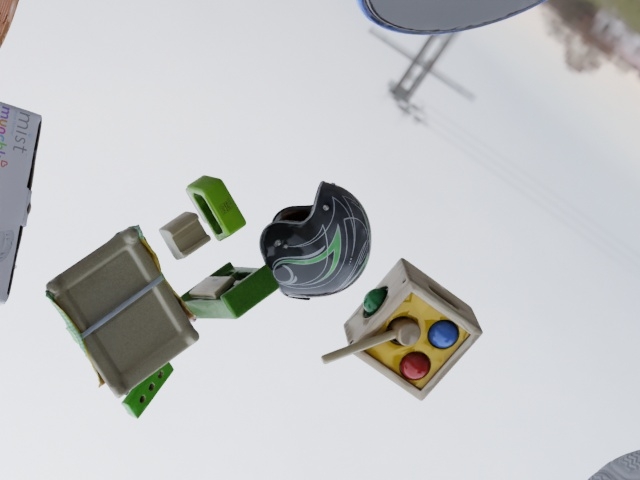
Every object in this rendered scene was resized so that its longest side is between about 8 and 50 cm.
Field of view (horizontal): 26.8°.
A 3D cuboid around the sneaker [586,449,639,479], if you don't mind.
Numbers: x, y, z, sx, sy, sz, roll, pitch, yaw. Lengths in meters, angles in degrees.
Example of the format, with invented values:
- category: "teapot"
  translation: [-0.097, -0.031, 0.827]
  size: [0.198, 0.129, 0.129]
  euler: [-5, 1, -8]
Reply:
- category: "sneaker"
  translation: [0.303, 0.330, 1.409]
  size: [0.101, 0.268, 0.153]
  euler: [48, 175, 40]

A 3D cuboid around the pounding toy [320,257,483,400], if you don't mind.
- category: "pounding toy"
  translation: [0.088, 0.106, 1.529]
  size: [0.141, 0.130, 0.100]
  euler: [35, -166, -18]

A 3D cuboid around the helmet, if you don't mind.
- category: "helmet"
  translation: [0.000, 0.000, 2.044]
  size: [0.169, 0.161, 0.169]
  euler: [-20, -90, -79]

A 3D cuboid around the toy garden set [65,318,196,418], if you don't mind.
- category: "toy garden set"
  translation: [-0.306, 0.138, 2.187]
  size: [0.049, 0.204, 0.244]
  euler: [14, 146, 34]

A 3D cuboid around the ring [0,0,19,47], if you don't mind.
- category: "ring"
  translation: [-0.475, -0.401, 1.875]
  size: [0.032, 0.336, 0.336]
  euler: [8, -150, -33]

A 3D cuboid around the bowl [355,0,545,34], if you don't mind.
- category: "bowl"
  translation: [0.217, -0.404, 1.828]
  size: [0.391, 0.391, 0.077]
  euler: [10, -122, -51]

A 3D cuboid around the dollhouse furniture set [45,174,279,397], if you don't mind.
- category: "dollhouse furniture set"
  translation: [-0.243, 0.064, 1.907]
  size: [0.151, 0.301, 0.197]
  euler: [0, 122, 62]

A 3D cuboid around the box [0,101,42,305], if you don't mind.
- category: "box"
  translation: [-0.480, -0.033, 1.780]
  size: [0.127, 0.262, 0.231]
  euler: [17, 161, -27]
